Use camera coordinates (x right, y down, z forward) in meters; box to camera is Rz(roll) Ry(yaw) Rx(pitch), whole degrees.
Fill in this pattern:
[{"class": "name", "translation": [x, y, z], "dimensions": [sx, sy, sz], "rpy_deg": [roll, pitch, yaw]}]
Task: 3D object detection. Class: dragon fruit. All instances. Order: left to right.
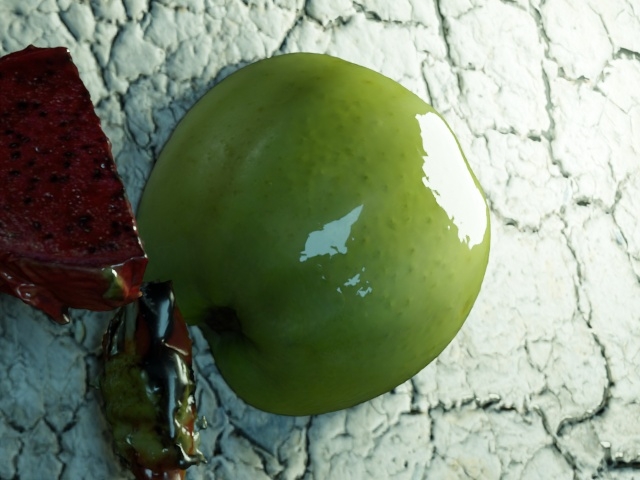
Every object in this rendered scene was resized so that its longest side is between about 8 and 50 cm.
[{"class": "dragon fruit", "translation": [-0.288, -0.020, 1.440], "dimensions": [0.205, 0.152, 0.317], "rpy_deg": [-9, 46, -16]}]

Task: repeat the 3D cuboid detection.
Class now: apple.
[{"class": "apple", "translation": [0.000, 0.000, 1.665], "dimensions": [0.320, 0.311, 0.360], "rpy_deg": [28, 52, 23]}]

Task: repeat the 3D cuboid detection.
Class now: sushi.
[{"class": "sushi", "translation": [-0.163, 0.152, 1.509], "dimensions": [0.103, 0.097, 0.226], "rpy_deg": [42, 42, -71]}]
